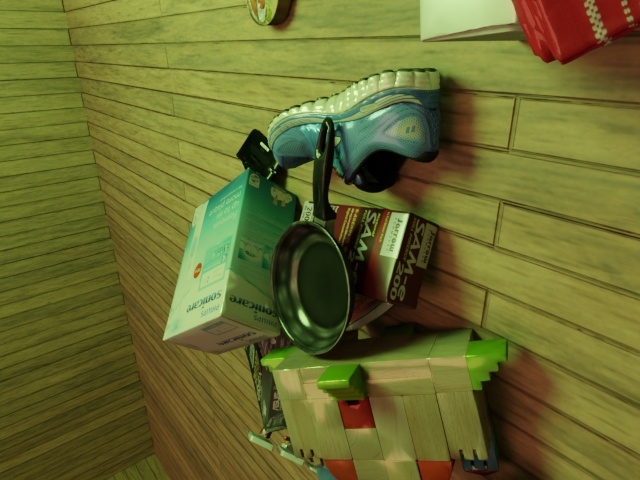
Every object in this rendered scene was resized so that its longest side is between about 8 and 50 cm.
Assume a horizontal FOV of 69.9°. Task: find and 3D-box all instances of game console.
[{"bbox_3d":[-0.117,-0.155,0.967,0.122,0.071,0.107,45,107,31],"label":"game console"}]

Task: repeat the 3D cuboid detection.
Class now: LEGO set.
[{"bbox_3d":[-0.069,0.438,0.996,0.182,0.060,0.244,27,160,-2],"label":"LEGO set"}]

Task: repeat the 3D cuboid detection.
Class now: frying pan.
[{"bbox_3d":[-0.018,0.004,0.685,0.197,0.053,0.327,-5,88,52],"label":"frying pan"}]

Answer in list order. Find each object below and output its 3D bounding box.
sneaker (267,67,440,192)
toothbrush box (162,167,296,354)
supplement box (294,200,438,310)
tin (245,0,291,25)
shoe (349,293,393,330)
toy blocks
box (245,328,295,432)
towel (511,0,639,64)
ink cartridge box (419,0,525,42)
[{"bbox_3d":[0.034,-0.136,0.675,0.330,0.129,0.147,-2,101,53],"label":"sneaker"},{"bbox_3d":[-0.169,0.048,0.879,0.216,0.126,0.296,-25,50,43],"label":"toothbrush box"},{"bbox_3d":[0.054,0.015,0.720,0.239,0.073,0.130,11,84,50],"label":"supplement box"},{"bbox_3d":[-0.087,-0.465,0.771,0.106,0.040,0.190,37,132,44],"label":"tin"},{"bbox_3d":[0.079,0.090,0.768,0.081,0.063,0.178,56,147,11],"label":"shoe"},{"bbox_3d":[0.104,0.284,0.684,0.381,0.190,0.261,-12,96,25],"label":"toy blocks"},{"bbox_3d":[-0.098,0.211,0.982,0.242,0.076,0.308,-118,31,-51],"label":"box"},{"bbox_3d":[0.226,-0.253,0.253,0.274,0.031,0.199,-24,96,24],"label":"towel"},{"bbox_3d":[0.169,-0.297,0.385,0.100,0.171,0.237,16,118,49],"label":"ink cartridge box"}]
